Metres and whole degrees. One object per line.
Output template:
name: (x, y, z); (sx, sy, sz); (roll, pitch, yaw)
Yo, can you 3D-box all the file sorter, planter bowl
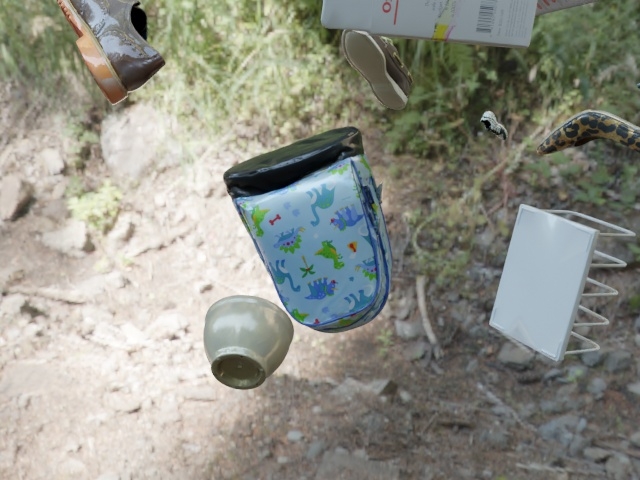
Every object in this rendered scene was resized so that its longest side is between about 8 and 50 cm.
file sorter: (0.518, 0.086, 1.617); (0.173, 0.278, 0.193); (2, 17, -35)
planter bowl: (-0.134, 0.189, 1.322); (0.162, 0.162, 0.109); (4, 41, 6)

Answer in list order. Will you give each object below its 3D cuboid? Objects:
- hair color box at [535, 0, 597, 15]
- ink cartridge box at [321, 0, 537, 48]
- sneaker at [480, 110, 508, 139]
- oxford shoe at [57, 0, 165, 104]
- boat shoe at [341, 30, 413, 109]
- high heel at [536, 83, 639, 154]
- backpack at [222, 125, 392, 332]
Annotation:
hair color box: (0.332, -0.360, 1.054); (0.043, 0.072, 0.141); (-56, 26, -12)
ink cartridge box: (0.092, -0.238, 0.673); (0.198, 0.115, 0.067); (1, 19, -17)
sneaker: (0.412, -0.267, 1.817); (0.037, 0.083, 0.032); (-48, 11, -27)
oxford shoe: (-0.385, -0.400, 1.384); (0.132, 0.130, 0.364); (-29, 63, -4)
boat shoe: (0.161, -0.489, 2.061); (0.116, 0.324, 0.097); (10, 67, 38)
high heel: (0.543, -0.162, 1.414); (0.261, 0.186, 0.093); (-27, -7, 39)
backpack: (0.000, 0.000, 1.453); (0.290, 0.356, 0.273); (-17, 19, 2)
